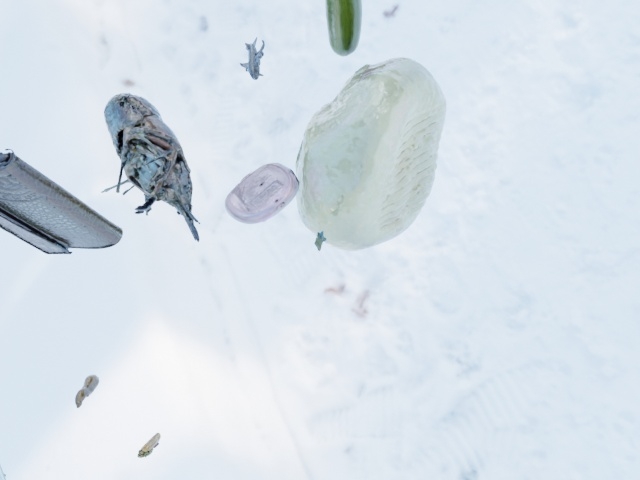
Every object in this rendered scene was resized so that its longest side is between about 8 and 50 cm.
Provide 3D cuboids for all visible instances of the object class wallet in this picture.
[{"bbox_3d":[-0.372,-0.038,1.220,0.133,0.243,0.039,-8,65,19],"label":"wallet"}]

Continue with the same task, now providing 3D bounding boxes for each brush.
[{"bbox_3d":[0.000,0.000,1.481,0.013,0.016,0.083,-26,9,9],"label":"brush"}]

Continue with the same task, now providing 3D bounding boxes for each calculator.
[{"bbox_3d":[-0.082,-0.066,1.302,0.103,0.024,0.166,-41,27,-8],"label":"calculator"}]

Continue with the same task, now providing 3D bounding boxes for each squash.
[{"bbox_3d":[0.039,-0.429,1.680,0.066,0.252,0.066,-3,49,4],"label":"squash"}]

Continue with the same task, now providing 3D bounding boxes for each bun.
[{"bbox_3d":[0.076,-0.151,1.653,0.213,0.361,0.361,18,82,22],"label":"bun"}]

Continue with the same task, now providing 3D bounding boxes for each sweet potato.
[{"bbox_3d":[-0.389,0.246,1.599,0.026,0.026,0.115,-50,6,14],"label":"sweet potato"}]

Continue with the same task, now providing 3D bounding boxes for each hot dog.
[{"bbox_3d":[-0.337,0.408,1.895,0.021,0.083,0.037,36,111,4],"label":"hot dog"}]

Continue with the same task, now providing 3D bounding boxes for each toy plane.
[{"bbox_3d":[-0.121,-0.329,1.751,0.078,0.031,0.083,-35,60,46],"label":"toy plane"}]

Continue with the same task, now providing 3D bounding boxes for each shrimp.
[{"bbox_3d":[-0.330,-0.128,1.827,0.172,0.137,0.372,-50,48,38],"label":"shrimp"}]

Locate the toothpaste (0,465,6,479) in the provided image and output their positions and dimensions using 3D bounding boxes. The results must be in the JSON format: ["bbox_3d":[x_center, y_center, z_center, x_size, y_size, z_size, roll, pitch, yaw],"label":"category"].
[{"bbox_3d":[-0.337,0.099,0.760,0.313,0.071,0.089,37,141,45],"label":"toothpaste"}]
